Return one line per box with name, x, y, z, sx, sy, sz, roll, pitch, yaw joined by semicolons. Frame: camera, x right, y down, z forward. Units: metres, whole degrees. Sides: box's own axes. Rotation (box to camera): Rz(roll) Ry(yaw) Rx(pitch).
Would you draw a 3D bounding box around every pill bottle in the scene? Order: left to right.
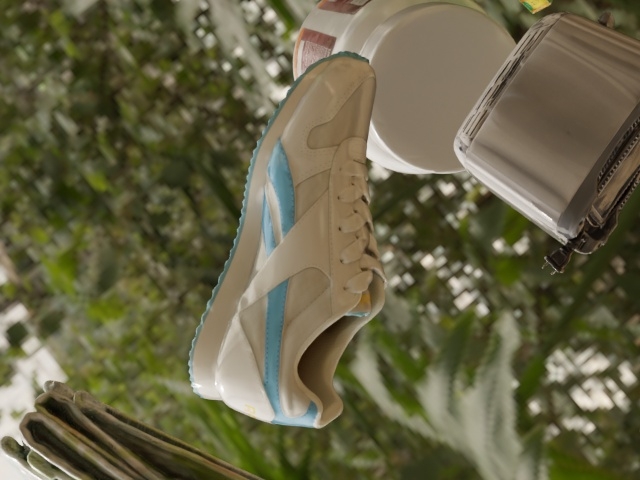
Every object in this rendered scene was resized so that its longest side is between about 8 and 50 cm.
pill bottle;0.105;-0.202;1.881;0.224;0.224;0.392;53;178;-15

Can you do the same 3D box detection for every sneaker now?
sneaker;0.000;0.000;0.934;0.092;0.229;0.087;18;-175;22

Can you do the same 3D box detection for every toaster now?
toaster;0.224;-0.095;1.390;0.146;0.227;0.129;35;-178;25

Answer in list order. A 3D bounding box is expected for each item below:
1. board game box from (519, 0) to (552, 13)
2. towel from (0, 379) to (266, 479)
board game box;0.231;-0.386;1.719;0.124;0.259;0.039;37;140;-27
towel;-0.081;0.258;1.271;0.320;0.090;0.374;24;161;14
